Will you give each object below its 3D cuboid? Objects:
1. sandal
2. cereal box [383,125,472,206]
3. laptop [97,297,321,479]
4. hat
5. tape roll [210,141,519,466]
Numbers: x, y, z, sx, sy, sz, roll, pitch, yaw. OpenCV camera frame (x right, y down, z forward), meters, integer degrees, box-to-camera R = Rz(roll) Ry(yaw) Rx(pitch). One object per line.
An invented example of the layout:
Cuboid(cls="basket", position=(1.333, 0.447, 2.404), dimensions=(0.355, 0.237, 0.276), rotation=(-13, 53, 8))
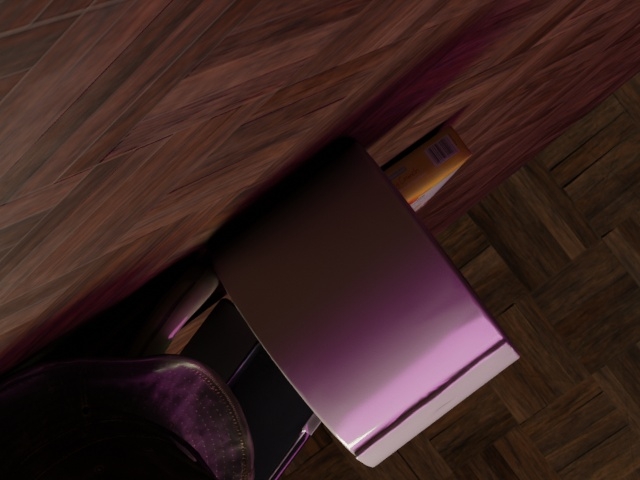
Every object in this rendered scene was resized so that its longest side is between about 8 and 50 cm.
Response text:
Cuboid(cls="sandal", position=(-0.168, 0.156, 1.655), dimensions=(0.303, 0.086, 0.120), rotation=(-53, -170, 17))
Cuboid(cls="cereal box", position=(0.067, -0.037, 2.117), dimensions=(0.173, 0.047, 0.240), rotation=(-36, 175, -14))
Cuboid(cls="laptop", position=(-0.188, 0.227, 1.864), dimensions=(0.382, 0.236, 0.408), rotation=(-53, -144, -3))
Cuboid(cls="hat", position=(-0.170, 0.252, 1.547), dimensions=(0.331, 0.331, 0.134), rotation=(-36, -144, -17))
Cuboid(cls="tape roll", position=(0.041, 0.056, 1.679), dimensions=(0.169, 0.246, 0.246), rotation=(-38, 175, 3))
